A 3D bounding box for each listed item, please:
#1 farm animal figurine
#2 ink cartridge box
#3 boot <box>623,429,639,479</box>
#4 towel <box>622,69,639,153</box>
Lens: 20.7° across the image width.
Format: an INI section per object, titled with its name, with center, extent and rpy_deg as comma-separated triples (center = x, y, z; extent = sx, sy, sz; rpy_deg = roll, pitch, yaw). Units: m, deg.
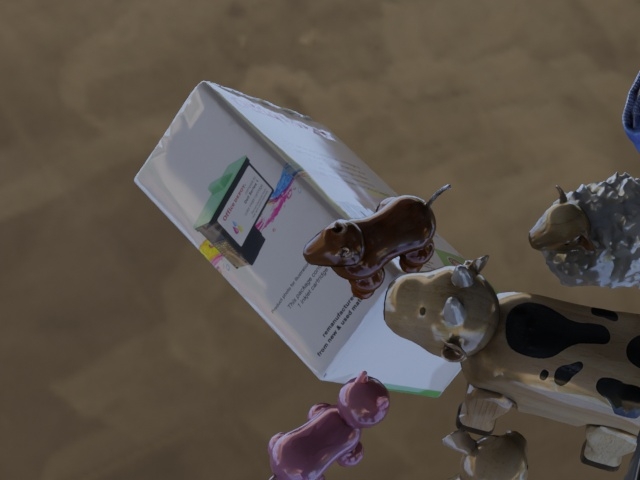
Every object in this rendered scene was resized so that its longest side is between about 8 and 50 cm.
[farm animal figurine]
center = 0.120, 0.099, 1.253
extent = 0.327, 0.172, 0.330
rpy_deg = -1, -112, -6
[ink cartridge box]
center = 0.000, 0.000, 1.531
extent = 0.278, 0.117, 0.201
rpy_deg = 45, -164, 31
[boot]
center = 0.317, 0.028, 0.965
extent = 0.146, 0.445, 0.367
rpy_deg = 17, -134, -9
[towel]
center = 0.241, -0.149, 0.918
extent = 0.034, 0.209, 0.285
rpy_deg = 22, -94, 26
